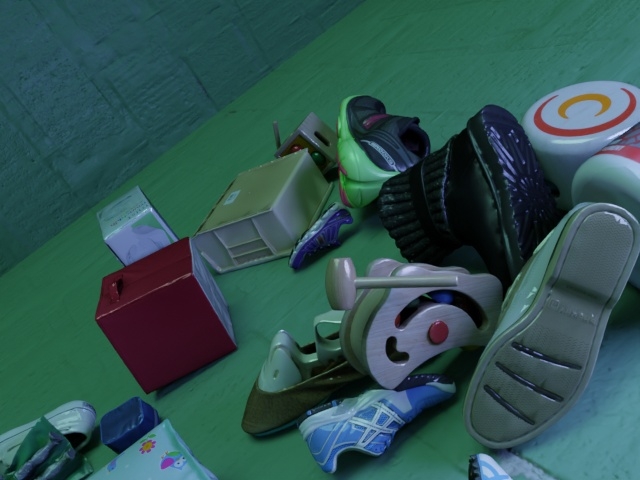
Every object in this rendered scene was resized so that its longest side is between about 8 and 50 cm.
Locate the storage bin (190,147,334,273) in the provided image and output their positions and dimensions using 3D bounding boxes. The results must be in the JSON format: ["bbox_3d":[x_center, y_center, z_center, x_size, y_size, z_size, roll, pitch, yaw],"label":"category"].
[{"bbox_3d":[-0.139,-0.069,1.500,0.260,0.123,0.262,-16,31,32],"label":"storage bin"}]

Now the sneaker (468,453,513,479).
[{"bbox_3d":[0.201,0.287,0.585,0.086,0.085,0.237,-8,21,-9],"label":"sneaker"}]

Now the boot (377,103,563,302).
[{"bbox_3d":[0.223,-0.003,0.960,0.260,0.131,0.348,-39,48,44],"label":"boot"}]

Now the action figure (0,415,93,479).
[{"bbox_3d":[-0.529,0.440,1.098,0.232,0.137,0.063,-46,-14,-8],"label":"action figure"}]

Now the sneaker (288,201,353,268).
[{"bbox_3d":[0.000,0.000,1.301,0.170,0.071,0.068,-46,6,7],"label":"sneaker"}]

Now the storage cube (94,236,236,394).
[{"bbox_3d":[-0.293,0.140,1.224,0.193,0.215,0.184,-27,26,-2],"label":"storage cube"}]

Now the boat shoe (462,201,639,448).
[{"bbox_3d":[0.263,0.099,0.733,0.302,0.113,0.103,-60,-6,7],"label":"boat shoe"}]

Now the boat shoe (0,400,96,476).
[{"bbox_3d":[-0.538,0.403,1.180,0.267,0.096,0.088,-27,30,-1],"label":"boat shoe"}]

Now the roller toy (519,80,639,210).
[{"bbox_3d":[0.416,-0.144,0.987,0.191,0.146,0.209,2,43,33],"label":"roller toy"}]

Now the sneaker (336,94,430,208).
[{"bbox_3d":[0.139,-0.201,1.413,0.202,0.185,0.483,-3,30,3],"label":"sneaker"}]

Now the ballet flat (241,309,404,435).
[{"bbox_3d":[0.006,0.169,0.933,0.342,0.124,0.116,-27,27,13],"label":"ballet flat"}]

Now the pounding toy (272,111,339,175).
[{"bbox_3d":[-0.067,-0.225,1.614,0.206,0.181,0.094,-38,15,47],"label":"pounding toy"}]

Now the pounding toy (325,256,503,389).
[{"bbox_3d":[0.125,0.108,0.775,0.155,0.269,0.154,-165,83,-66],"label":"pounding toy"}]

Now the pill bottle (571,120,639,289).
[{"bbox_3d":[0.506,-0.104,0.751,0.363,0.210,0.210,-35,26,-5],"label":"pill bottle"}]

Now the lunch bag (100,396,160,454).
[{"bbox_3d":[-0.332,0.329,1.103,0.098,0.065,0.067,-30,42,3],"label":"lunch bag"}]

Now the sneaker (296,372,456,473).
[{"bbox_3d":[0.080,0.232,0.821,0.211,0.080,0.081,-22,67,2],"label":"sneaker"}]

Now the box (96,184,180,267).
[{"bbox_3d":[-0.371,0.033,1.425,0.126,0.262,0.231,-37,26,-10],"label":"box"}]

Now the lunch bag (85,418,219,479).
[{"bbox_3d":[-0.201,0.383,0.765,0.223,0.160,0.262,-35,35,-19],"label":"lunch bag"}]
